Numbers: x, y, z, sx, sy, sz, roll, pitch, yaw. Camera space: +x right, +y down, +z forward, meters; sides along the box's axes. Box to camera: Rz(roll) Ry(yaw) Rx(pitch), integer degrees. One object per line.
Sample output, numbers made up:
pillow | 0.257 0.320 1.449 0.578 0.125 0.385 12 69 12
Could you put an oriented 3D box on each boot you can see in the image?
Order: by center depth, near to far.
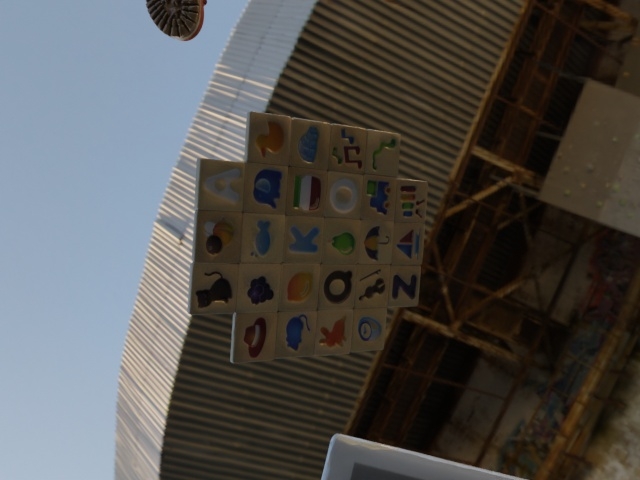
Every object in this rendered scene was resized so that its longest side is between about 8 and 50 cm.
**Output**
boot | -0.143 -0.256 0.756 0.059 0.158 0.084 -26 -31 12

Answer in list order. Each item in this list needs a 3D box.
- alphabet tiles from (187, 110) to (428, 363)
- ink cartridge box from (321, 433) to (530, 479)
alphabet tiles | 0.000 0.000 0.873 0.342 0.011 0.285 2 -86 -36
ink cartridge box | 0.157 0.283 0.677 0.385 0.308 0.091 82 -159 -66
